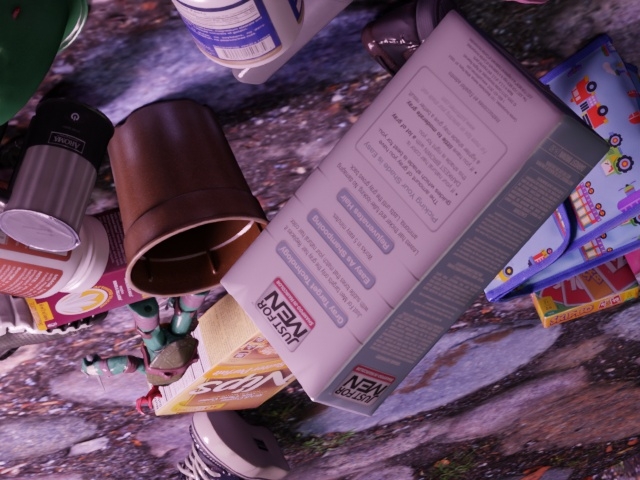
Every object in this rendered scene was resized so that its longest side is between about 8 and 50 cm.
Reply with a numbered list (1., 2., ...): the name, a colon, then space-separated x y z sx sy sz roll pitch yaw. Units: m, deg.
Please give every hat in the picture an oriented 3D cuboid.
1. hat: -0.289 -0.117 1.434 0.208 0.183 0.173 -22 156 4

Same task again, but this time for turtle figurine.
1. turtle figurine: -0.207 0.123 2.036 0.175 0.118 0.234 -43 165 -33

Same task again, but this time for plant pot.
1. plant pot: -0.150 -0.050 1.704 0.167 0.165 0.167 -17 155 -8

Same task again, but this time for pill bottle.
1. pill bottle: -0.336 -0.002 1.717 0.121 0.121 0.216 -33 152 27
2. pill bottle: -0.085 -0.242 1.416 0.112 0.112 0.186 -21 156 2

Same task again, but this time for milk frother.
1. milk frother: -0.284 -0.056 1.623 0.129 0.134 0.143 11 153 7

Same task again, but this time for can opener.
1. can opener: 0.014 -0.247 1.527 0.093 0.074 0.280 8 144 -47

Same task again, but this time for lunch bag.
1. lunch bag: 0.279 -0.069 1.921 0.293 0.221 0.138 -29 154 19

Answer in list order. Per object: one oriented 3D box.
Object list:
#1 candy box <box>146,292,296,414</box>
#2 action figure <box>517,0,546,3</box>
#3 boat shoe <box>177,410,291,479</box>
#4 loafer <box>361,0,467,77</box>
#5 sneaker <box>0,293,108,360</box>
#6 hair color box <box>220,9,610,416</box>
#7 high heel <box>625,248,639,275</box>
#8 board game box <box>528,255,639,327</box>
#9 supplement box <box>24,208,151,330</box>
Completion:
1. candy box: -0.091 0.144 2.228 0.183 0.087 0.316 1 152 -37
2. action figure: 0.094 -0.273 1.327 0.276 0.248 0.370 -30 151 23
3. boat shoe: -0.173 0.365 2.593 0.158 0.127 0.340 -32 155 7
4. loafer: 0.142 -0.179 1.761 0.095 0.109 0.302 -10 154 23
5. sneaker: -0.380 0.102 1.963 0.234 0.078 0.106 -11 161 -17
6. hair color box: 0.090 -0.024 1.610 0.374 0.185 0.113 -49 145 12
7. high heel: 0.453 -0.065 2.257 0.377 0.127 0.181 -29 126 29
8. board game box: 0.289 -0.022 1.984 0.124 0.259 0.039 -18 146 -4
9. supplement box: -0.261 0.028 1.884 0.188 0.081 0.104 -17 155 -8
